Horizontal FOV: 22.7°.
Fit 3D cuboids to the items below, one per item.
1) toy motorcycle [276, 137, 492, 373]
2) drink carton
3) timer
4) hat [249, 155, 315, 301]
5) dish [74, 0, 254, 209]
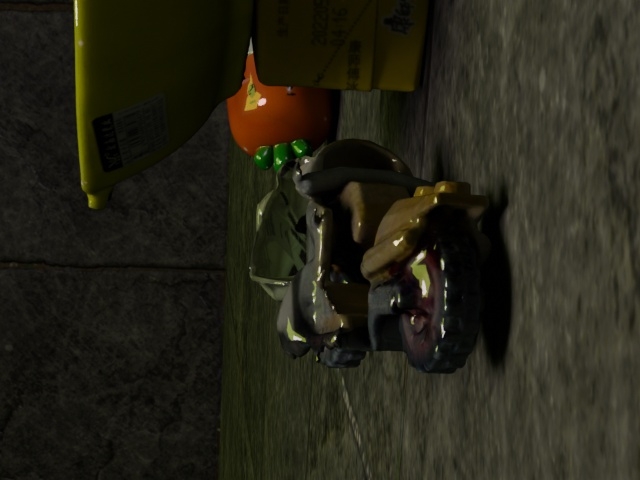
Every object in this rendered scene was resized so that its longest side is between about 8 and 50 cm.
[{"bbox_3d":[0.031,0.004,0.836,0.229,0.094,0.130,168,107,-74],"label":"toy motorcycle"},{"bbox_3d":[-0.001,-0.237,1.082,0.351,0.111,0.155,-103,15,-61],"label":"drink carton"},{"bbox_3d":[-0.037,-0.114,1.407,0.136,0.099,0.136,1,-90,-84],"label":"timer"},{"bbox_3d":[-0.002,-0.002,1.279,0.122,0.081,0.166,-51,20,-8],"label":"hat"},{"bbox_3d":[-0.098,-0.150,0.972,0.262,0.108,0.221,101,166,-57],"label":"dish"}]
